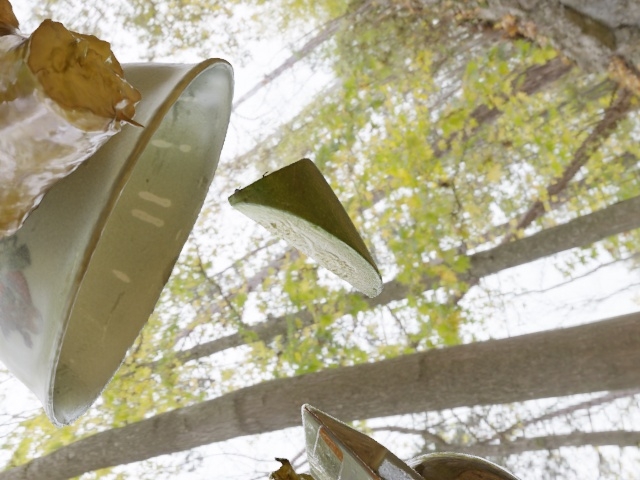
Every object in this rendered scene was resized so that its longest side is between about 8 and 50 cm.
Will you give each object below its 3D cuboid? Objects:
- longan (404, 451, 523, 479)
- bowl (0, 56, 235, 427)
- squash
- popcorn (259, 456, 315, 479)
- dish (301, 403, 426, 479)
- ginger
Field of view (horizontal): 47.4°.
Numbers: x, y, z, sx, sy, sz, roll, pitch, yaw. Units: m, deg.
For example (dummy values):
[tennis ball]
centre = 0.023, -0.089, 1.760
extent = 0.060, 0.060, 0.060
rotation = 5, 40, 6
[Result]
[longan]
centre = 0.193, 0.469, 0.990
extent = 0.361, 0.361, 0.360
rotation = 18, -117, -39
[bowl]
centre = -0.270, -0.033, 0.802
extent = 0.196, 0.434, 0.434
rotation = 23, -126, 0
[squash]
centre = 0.000, 0.000, 1.265
extent = 0.203, 0.111, 0.288
rotation = -30, -86, -42
[popcorn]
centre = -0.049, 0.538, 1.394
extent = 0.249, 0.249, 0.225
rotation = 24, -112, -36
[dish]
centre = 0.049, 0.276, 0.859
extent = 0.154, 0.234, 0.064
rotation = 33, -92, -30
[ginger]
centre = -0.298, -0.091, 0.523
extent = 0.236, 0.375, 0.166
rotation = -55, -43, -3
